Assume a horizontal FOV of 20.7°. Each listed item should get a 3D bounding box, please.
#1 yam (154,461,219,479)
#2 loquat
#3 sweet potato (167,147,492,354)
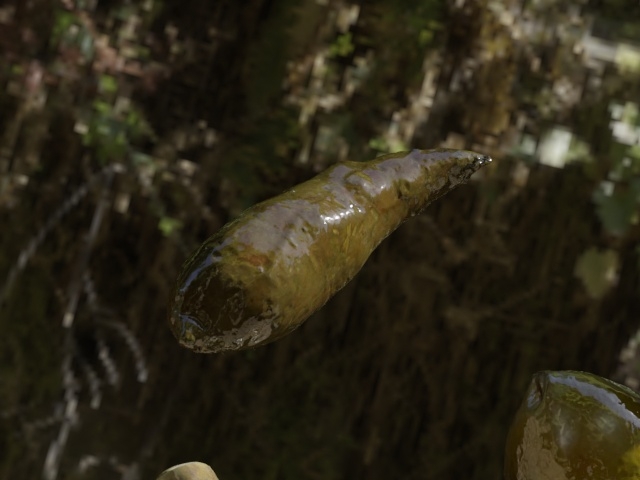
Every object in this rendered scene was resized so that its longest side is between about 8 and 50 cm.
[{"bbox_3d":[-0.067,0.336,1.582,0.081,0.081,0.356,24,25,-45],"label":"yam"},{"bbox_3d":[0.218,0.183,1.407,0.152,0.152,0.195,4,-41,53],"label":"loquat"},{"bbox_3d":[-0.002,-0.002,1.784,0.423,0.130,0.130,-32,23,-34],"label":"sweet potato"}]
